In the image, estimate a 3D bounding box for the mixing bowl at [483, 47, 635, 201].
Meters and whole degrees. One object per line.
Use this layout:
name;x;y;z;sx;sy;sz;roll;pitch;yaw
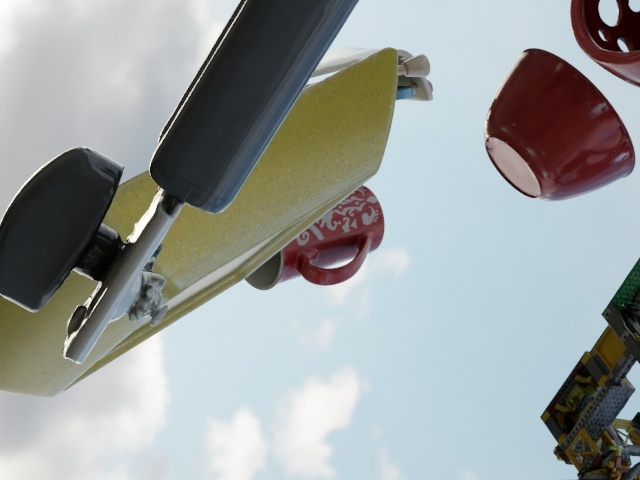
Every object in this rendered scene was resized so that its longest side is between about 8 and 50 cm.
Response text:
mixing bowl;0.245;-0.109;1.549;0.098;0.181;0.181;-41;-153;-13

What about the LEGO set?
LEGO set;0.388;0.166;1.430;0.331;0.255;0.192;-54;-141;22

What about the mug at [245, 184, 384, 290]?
mug;-0.005;0.003;1.736;0.150;0.169;0.113;61;-39;19

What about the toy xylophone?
toy xylophone;-0.001;-0.179;1.779;0.236;0.323;0.081;-156;-127;-65

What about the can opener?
can opener;-0.069;-0.054;0.695;0.280;0.093;0.074;-52;-164;20

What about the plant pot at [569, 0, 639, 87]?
plant pot;0.358;-0.216;1.319;0.191;0.174;0.191;-31;-132;41

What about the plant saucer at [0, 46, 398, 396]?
plant saucer;-0.106;0.005;1.128;0.081;0.333;0.333;56;-40;2
